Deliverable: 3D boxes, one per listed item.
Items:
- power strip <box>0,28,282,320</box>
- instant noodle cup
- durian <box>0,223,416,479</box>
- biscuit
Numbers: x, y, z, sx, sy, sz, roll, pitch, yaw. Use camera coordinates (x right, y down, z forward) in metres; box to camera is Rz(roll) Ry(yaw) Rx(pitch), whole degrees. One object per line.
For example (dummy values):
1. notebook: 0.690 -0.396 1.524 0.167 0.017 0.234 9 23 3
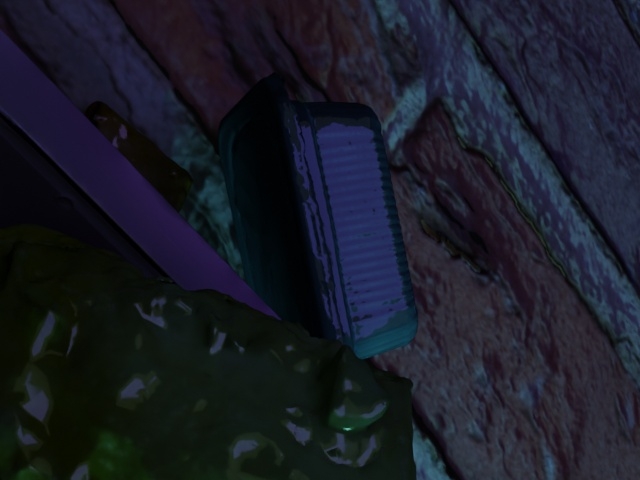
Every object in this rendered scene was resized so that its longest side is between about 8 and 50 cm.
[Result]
1. power strip: -0.125 -0.005 0.677 0.279 0.109 0.037 48 48 -27
2. instant noodle cup: 0.000 0.000 0.766 0.070 0.157 0.179 -10 86 -15
3. durian: -0.078 0.146 0.610 0.339 0.204 0.256 25 87 2
4. biscuit: -0.113 -0.025 0.760 0.081 0.018 0.083 39 55 -33
